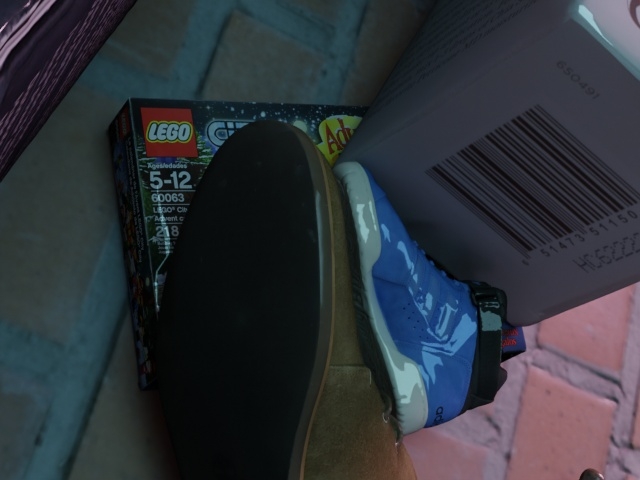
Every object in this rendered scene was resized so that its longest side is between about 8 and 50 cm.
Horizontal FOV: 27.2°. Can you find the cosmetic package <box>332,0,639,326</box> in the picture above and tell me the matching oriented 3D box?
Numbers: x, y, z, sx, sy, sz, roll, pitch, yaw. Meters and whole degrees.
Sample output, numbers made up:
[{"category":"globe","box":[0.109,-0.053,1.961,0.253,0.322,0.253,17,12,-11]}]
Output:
[{"category":"cosmetic package","box":[0.214,-0.188,0.792,0.161,0.230,0.453,39,60,-13]}]

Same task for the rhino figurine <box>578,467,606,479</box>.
[{"category":"rhino figurine","box":[0.185,0.258,0.752,0.106,0.073,0.243,-22,83,-35]}]

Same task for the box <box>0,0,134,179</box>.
[{"category":"box","box":[-0.278,-0.234,0.533,0.480,0.297,0.472,35,47,-10]}]

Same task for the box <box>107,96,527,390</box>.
[{"category":"box","box":[0.000,0.000,0.777,0.233,0.044,0.159,-1,72,-27]}]

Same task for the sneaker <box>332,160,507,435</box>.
[{"category":"sneaker","box":[0.056,0.025,0.732,0.084,0.058,0.152,-13,82,-24]}]

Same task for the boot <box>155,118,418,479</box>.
[{"category":"boot","box":[-0.008,0.091,0.677,0.115,0.112,0.305,-5,97,-43]}]
